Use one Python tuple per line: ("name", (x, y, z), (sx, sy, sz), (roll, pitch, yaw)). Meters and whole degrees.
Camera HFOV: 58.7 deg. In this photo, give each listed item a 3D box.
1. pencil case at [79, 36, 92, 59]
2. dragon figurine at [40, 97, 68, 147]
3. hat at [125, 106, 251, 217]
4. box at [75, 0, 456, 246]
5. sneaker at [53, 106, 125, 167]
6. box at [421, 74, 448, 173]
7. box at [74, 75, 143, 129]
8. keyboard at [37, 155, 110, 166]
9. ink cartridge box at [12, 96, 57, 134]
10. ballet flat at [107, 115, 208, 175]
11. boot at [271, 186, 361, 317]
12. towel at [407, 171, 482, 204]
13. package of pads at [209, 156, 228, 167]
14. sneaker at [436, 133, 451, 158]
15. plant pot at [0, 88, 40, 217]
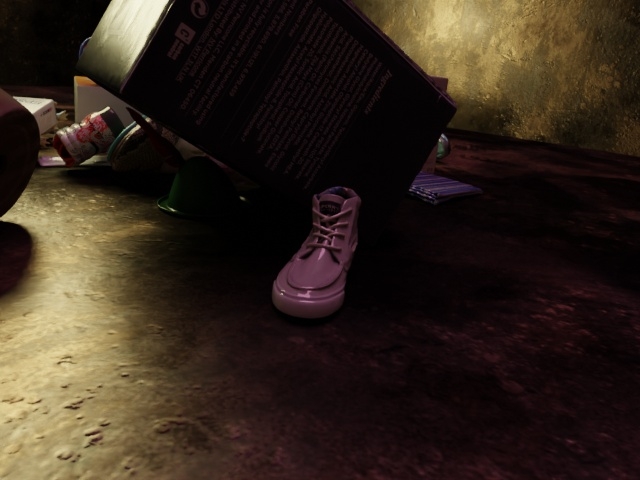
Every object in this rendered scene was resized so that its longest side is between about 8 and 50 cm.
("pencil case", (-0.557, -0.498, 1.584), (0.133, 0.120, 0.306), (19, 16, -7))
("dragon figurine", (-0.764, -0.301, 1.488), (0.143, 0.085, 0.289), (10, 30, 13))
("hat", (-0.218, -0.150, 1.045), (0.172, 0.184, 0.208), (9, 18, 16))
("box", (-0.116, -0.273, 0.998), (0.471, 0.298, 0.480), (28, 3, -34))
("sneaker", (-0.535, -0.230, 1.307), (0.145, 0.090, 0.270), (-35, 15, -18))
("box", (0.281, -0.336, 1.644), (0.094, 0.275, 0.113), (-5, 20, -35))
("box", (-0.595, -0.373, 1.649), (0.214, 0.168, 0.345), (-2, 20, -24))
("keyboard", (-0.527, -0.186, 1.351), (0.255, 0.014, 0.072), (-6, 26, -31))
("ink cartridge box", (-0.802, -0.244, 1.230), (0.323, 0.072, 0.330), (5, 29, 0))
("ballet flat", (-0.339, -0.255, 1.372), (0.182, 0.164, 0.483), (34, 24, -14))
("boot", (0.000, 0.000, 0.748), (0.095, 0.124, 0.258), (8, 18, 6))
("towel", (0.214, -0.154, 1.467), (0.335, 0.040, 0.243), (22, 22, 36))
("package of pads", (-0.261, -0.209, 1.471), (0.050, 0.032, 0.083), (5, 17, -11))
("sneaker", (0.313, -0.312, 1.927), (0.261, 0.104, 0.125), (16, 37, 41))
("plant pot", (-0.592, -0.159, 0.826), (0.280, 0.323, 0.323), (22, 18, -1))
